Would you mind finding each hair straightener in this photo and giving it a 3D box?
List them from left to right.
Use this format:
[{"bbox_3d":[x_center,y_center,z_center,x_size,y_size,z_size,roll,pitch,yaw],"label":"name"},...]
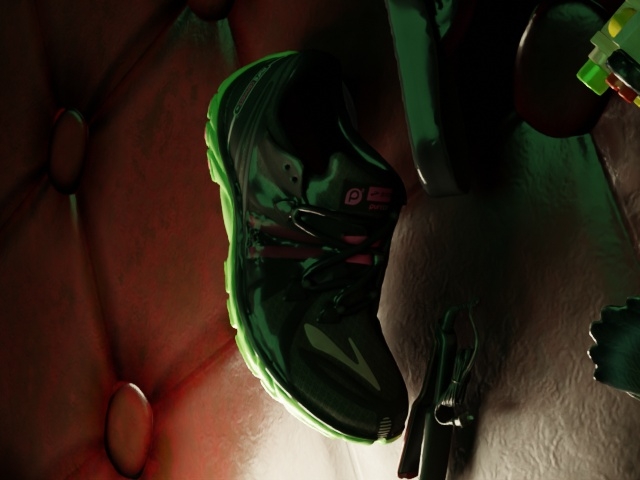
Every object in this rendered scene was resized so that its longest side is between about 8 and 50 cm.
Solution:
[{"bbox_3d":[0.147,0.173,1.534,0.089,0.047,0.230,27,105,50],"label":"hair straightener"}]

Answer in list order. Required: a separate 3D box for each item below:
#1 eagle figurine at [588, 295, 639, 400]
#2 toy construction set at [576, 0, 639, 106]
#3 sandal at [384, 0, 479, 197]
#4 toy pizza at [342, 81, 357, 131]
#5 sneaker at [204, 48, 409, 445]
[{"bbox_3d":[0.358,0.163,1.098,0.298,0.225,0.226,62,145,24],"label":"eagle figurine"},{"bbox_3d":[0.349,-0.111,1.154,0.327,0.215,0.151,34,95,45],"label":"toy construction set"},{"bbox_3d":[0.131,-0.272,1.499,0.107,0.167,0.446,-10,93,17],"label":"sandal"},{"bbox_3d":[-0.014,-0.122,1.764,0.201,0.032,0.201,-6,82,49],"label":"toy pizza"},{"bbox_3d":[0.000,0.000,1.590,0.202,0.185,0.483,-29,73,44],"label":"sneaker"}]
